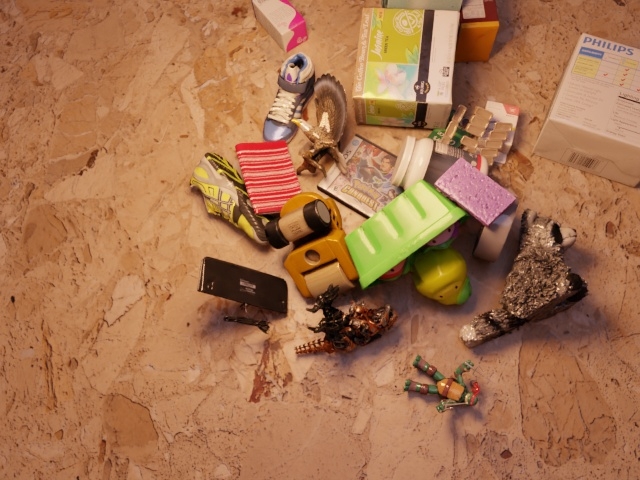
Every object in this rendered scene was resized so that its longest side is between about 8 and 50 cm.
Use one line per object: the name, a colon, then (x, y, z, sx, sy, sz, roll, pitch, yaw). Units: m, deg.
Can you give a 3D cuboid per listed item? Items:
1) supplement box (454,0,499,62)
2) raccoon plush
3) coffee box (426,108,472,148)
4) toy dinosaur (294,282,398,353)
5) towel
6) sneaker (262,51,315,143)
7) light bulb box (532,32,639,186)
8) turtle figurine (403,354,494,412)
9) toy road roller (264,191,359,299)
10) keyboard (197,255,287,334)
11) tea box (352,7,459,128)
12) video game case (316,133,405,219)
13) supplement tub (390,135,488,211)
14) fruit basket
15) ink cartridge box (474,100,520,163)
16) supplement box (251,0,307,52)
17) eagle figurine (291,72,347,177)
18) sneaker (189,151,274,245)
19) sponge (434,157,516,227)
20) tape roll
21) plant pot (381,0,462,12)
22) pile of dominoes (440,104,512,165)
supplement box: (0.551, -0.787, 2.005, 0.129, 0.191, 0.194, -2, 70, 4)
raccoon plush: (0.582, 0.095, 1.682, 0.447, 0.216, 0.299, -21, 62, -2)
coffee box: (0.450, -0.361, 1.937, 0.113, 0.040, 0.184, 40, 79, 16)
toy dinosaur: (0.069, 0.273, 1.669, 0.322, 0.218, 0.164, -40, 36, -2)
towel: (-0.167, -0.219, 1.876, 0.199, 0.031, 0.274, -8, 67, -28)
sneaker: (-0.123, -0.506, 1.938, 0.130, 0.236, 0.322, 25, 74, 14)
light bulb box: (0.947, -0.428, 1.819, 0.358, 0.225, 0.360, 23, 73, 13)
turtle figurine: (0.373, 0.431, 1.613, 0.234, 0.118, 0.175, 17, 57, 27)
toy road roller: (0.000, 0.000, 1.769, 0.203, 0.240, 0.329, -24, 103, 25)
keyboard: (-0.232, 0.177, 1.696, 0.317, 0.033, 0.201, 20, 56, -35)
tea box: (0.286, -0.578, 1.873, 0.324, 0.220, 0.328, 5, 80, 9)
video game case: (0.168, -0.211, 1.911, 0.275, 0.035, 0.248, 32, 75, 15)
supplement tub: (0.384, -0.218, 1.789, 0.273, 0.191, 0.191, 18, 72, 0)
fruit basket: (0.309, 0.051, 1.658, 0.393, 0.283, 0.391, 0, 91, 19)
ink cartridge box: (0.610, -0.375, 1.914, 0.116, 0.067, 0.198, 14, 72, 10)
supplement box: (-0.157, -0.855, 2.137, 0.111, 0.114, 0.220, -34, 69, -8)
eagle figurine: (0.011, -0.380, 1.870, 0.226, 0.225, 0.298, 11, 70, 44)
sneaker: (-0.298, -0.123, 1.888, 0.147, 0.145, 0.384, -45, 72, 20)
sponge: (0.456, -0.144, 1.636, 0.117, 0.031, 0.210, -45, 66, -4)
tape roll: (0.542, -0.043, 1.717, 0.072, 0.219, 0.219, 20, 73, 11)
plant pot: (0.353, -0.872, 1.991, 0.253, 0.247, 0.247, 0, 58, -1)
pile of dominoes: (0.506, -0.323, 1.871, 0.196, 0.040, 0.251, 24, 106, -2)
